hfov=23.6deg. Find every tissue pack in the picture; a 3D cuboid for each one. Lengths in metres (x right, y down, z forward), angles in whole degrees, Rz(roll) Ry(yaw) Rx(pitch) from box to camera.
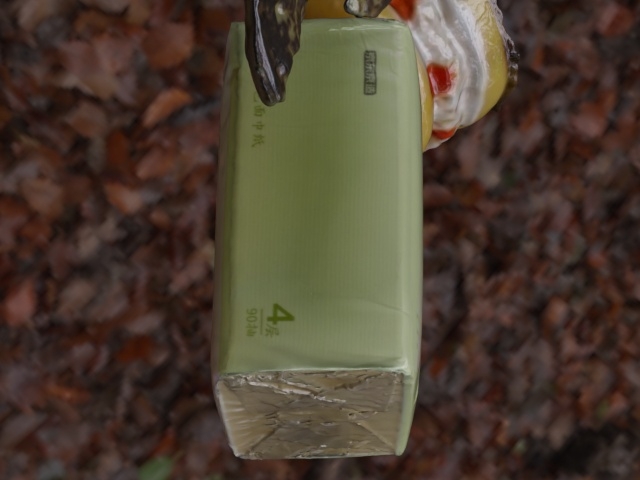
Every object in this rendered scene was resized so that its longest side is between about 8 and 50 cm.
[{"bbox_3d":[0.000,0.000,0.934,0.125,0.234,0.159,0,154,0],"label":"tissue pack"}]

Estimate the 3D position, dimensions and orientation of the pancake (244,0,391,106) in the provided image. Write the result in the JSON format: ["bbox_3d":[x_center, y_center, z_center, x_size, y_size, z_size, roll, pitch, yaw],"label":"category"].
[{"bbox_3d":[0.010,-0.142,0.754,0.190,0.020,0.184,25,72,-64],"label":"pancake"}]

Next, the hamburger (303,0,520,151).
[{"bbox_3d":[0.050,-0.186,1.581,0.186,0.261,0.302,-39,153,-18],"label":"hamburger"}]
